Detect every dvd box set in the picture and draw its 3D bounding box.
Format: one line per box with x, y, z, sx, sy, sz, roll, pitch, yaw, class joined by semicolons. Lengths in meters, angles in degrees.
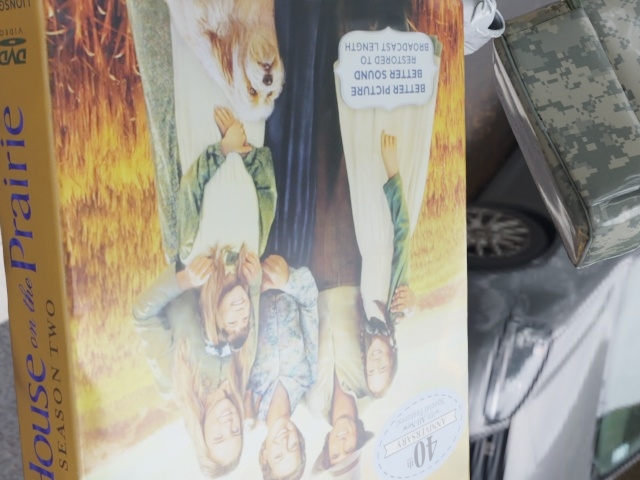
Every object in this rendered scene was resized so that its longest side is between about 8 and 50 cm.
-0.025;0.066;0.550;0.307;0.062;0.420;-10;102;-44;dvd box set

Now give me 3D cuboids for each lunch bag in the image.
0.368;-0.142;1.107;0.212;0.256;0.305;51;18;-70;lunch bag

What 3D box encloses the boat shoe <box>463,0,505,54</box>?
0.146;-0.227;0.958;0.184;0.063;0.066;11;59;-65;boat shoe
